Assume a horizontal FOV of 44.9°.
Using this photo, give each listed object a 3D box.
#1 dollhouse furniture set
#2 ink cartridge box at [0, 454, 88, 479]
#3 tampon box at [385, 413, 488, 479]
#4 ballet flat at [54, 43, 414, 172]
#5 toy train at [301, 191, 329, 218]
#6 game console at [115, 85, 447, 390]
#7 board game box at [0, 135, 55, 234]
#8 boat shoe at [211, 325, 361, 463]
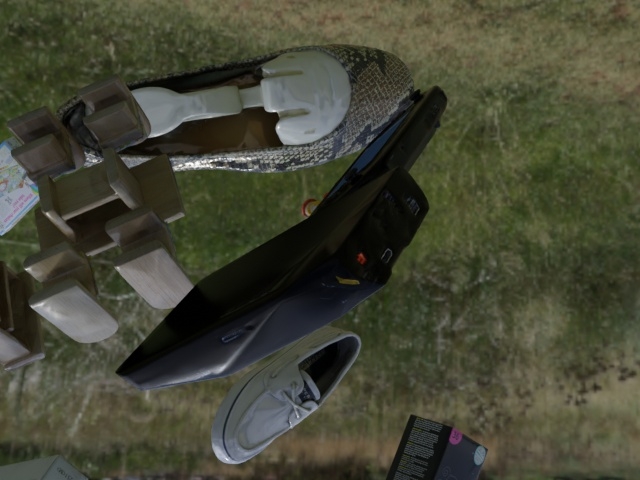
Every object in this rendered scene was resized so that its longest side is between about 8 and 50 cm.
[{"bbox_3d":[-0.240,0.006,0.742,0.242,0.212,0.161,-23,147,1],"label":"dollhouse furniture set"},{"bbox_3d":[-0.444,0.389,0.956,0.275,0.239,0.060,-20,119,38],"label":"ink cartridge box"},{"bbox_3d":[0.198,0.407,1.349,0.101,0.161,0.120,6,157,48],"label":"tampon box"},{"bbox_3d":[-0.116,-0.166,1.006,0.483,0.164,0.182,-8,178,6],"label":"ballet flat"},{"bbox_3d":[0.000,0.000,1.102,0.046,0.166,0.125,33,-159,34],"label":"toy train"},{"bbox_3d":[0.005,-0.021,0.599,0.213,0.361,0.044,-29,105,37],"label":"game console"},{"bbox_3d":[-0.531,-0.090,1.312,0.154,0.103,0.026,-35,-170,30],"label":"board game box"},{"bbox_3d":[-0.039,0.212,1.086,0.088,0.096,0.267,-9,-161,47],"label":"boat shoe"}]
